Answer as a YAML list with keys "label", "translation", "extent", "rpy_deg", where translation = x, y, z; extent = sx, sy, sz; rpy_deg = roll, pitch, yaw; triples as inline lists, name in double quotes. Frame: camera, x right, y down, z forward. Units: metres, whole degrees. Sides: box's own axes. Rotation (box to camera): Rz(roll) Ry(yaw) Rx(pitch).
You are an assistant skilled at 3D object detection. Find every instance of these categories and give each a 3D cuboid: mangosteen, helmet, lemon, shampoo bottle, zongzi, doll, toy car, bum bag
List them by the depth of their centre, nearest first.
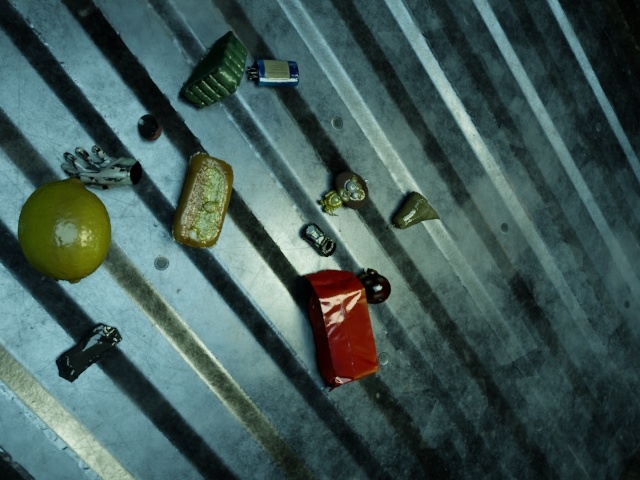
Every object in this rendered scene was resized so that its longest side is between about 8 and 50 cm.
- label: "lemon"
  translation: [-0.688, -0.024, 1.408]
  extent: [0.235, 0.236, 0.263]
  rpy_deg: [-3, 59, -26]
- label: "bum bag"
  translation: [-0.671, 0.322, 1.506]
  extent: [0.197, 0.049, 0.087]
  rpy_deg: [-43, 111, -21]
- label: "helmet"
  translation: [-0.517, -0.341, 1.595]
  extent: [0.065, 0.049, 0.084]
  rpy_deg: [-27, 72, 7]
- label: "shampoo bottle"
  translation: [-0.164, -0.569, 1.769]
  extent: [0.182, 0.050, 0.087]
  rpy_deg: [-8, 95, -26]
- label: "toy car"
  translation: [0.000, 0.000, 1.834]
  extent: [0.142, 0.055, 0.069]
  rpy_deg: [43, 75, -17]
- label: "doll"
  translation: [0.094, -0.159, 1.866]
  extent: [0.145, 0.096, 0.188]
  rpy_deg: [37, 84, -13]
- label: "mangosteen"
  translation: [0.191, 0.163, 1.894]
  extent: [0.140, 0.140, 0.140]
  rpy_deg: [1, 89, -26]
- label: "zongzi"
  translation: [0.369, -0.069, 2.009]
  extent: [0.178, 0.081, 0.189]
  rpy_deg: [42, 78, -29]

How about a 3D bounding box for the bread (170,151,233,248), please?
- label: "bread"
  translation: [-0.369, -0.118, 1.626]
  extent: [0.152, 0.119, 0.288]
  rpy_deg: [16, 82, -21]

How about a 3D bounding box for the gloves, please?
- label: "gloves"
  translation: [-0.638, -0.200, 1.506]
  extent: [0.212, 0.111, 0.128]
  rpy_deg: [2, 66, 7]

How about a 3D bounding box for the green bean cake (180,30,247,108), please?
- label: "green bean cake"
  translation: [-0.330, -0.538, 1.647]
  extent: [0.107, 0.193, 0.209]
  rpy_deg: [36, 49, -39]

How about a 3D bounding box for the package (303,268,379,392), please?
- label: "package"
  translation: [0.073, 0.311, 1.827]
  extent: [0.195, 0.123, 0.424]
  rpy_deg: [-12, 96, -28]
